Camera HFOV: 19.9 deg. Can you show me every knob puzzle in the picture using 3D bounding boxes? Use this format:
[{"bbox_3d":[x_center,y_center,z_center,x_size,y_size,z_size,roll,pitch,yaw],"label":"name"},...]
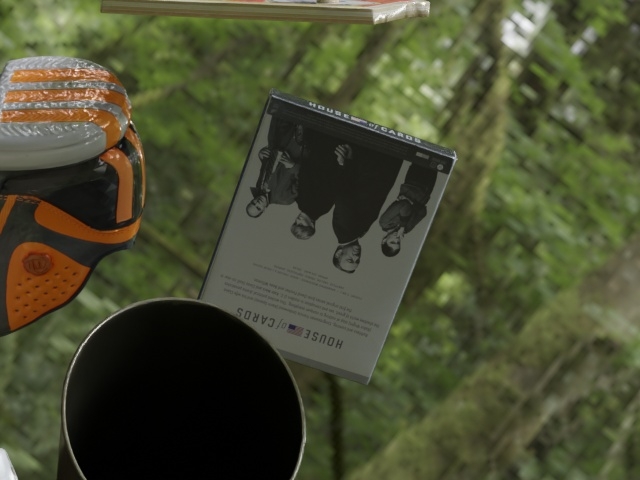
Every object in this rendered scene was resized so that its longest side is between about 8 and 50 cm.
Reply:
[{"bbox_3d":[-0.024,-0.160,1.154,0.213,0.030,0.213,1,10,0],"label":"knob puzzle"}]

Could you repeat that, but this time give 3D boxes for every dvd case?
[{"bbox_3d":[0.000,0.000,1.669,0.179,0.239,0.029,19,20,-5],"label":"dvd case"}]

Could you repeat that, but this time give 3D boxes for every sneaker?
[{"bbox_3d":[-0.271,-0.019,1.174,0.321,0.125,0.180,3,-48,7],"label":"sneaker"}]

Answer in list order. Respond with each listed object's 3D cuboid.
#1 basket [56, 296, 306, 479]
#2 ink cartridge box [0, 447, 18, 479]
[{"bbox_3d":[-0.108,0.187,1.209,0.154,0.227,0.204,7,42,-10],"label":"basket"},{"bbox_3d":[-0.427,0.262,1.368,0.307,0.303,0.072,-6,66,-50],"label":"ink cartridge box"}]
